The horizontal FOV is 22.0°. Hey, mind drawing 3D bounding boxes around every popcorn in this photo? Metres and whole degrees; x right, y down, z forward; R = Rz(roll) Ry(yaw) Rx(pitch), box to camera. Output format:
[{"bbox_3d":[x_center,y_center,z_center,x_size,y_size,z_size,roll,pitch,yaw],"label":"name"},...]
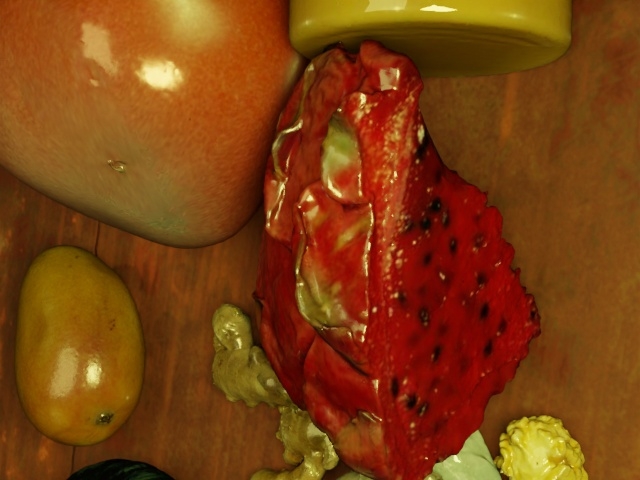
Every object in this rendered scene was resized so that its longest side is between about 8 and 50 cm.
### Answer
[{"bbox_3d":[0.185,0.189,1.388,0.082,0.057,0.083,33,103,29],"label":"popcorn"}]

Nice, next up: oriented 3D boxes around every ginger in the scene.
[{"bbox_3d":[-0.042,0.161,1.583,0.176,0.052,0.193,3,96,40],"label":"ginger"}]

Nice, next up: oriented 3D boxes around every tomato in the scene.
[{"bbox_3d":[-0.171,-0.147,1.519,0.341,0.341,0.273,-23,45,36],"label":"tomato"}]

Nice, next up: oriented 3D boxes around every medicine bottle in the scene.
[{"bbox_3d":[0.095,-0.270,1.386,0.238,0.238,0.232,-2,83,39],"label":"medicine bottle"}]

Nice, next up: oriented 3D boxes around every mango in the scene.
[{"bbox_3d":[-0.253,0.104,1.714,0.151,0.120,0.221,-20,66,38],"label":"mango"}]

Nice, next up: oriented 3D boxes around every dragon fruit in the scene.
[{"bbox_3d":[-0.007,0.007,1.357,0.286,0.329,0.228,22,58,38],"label":"dragon fruit"}]

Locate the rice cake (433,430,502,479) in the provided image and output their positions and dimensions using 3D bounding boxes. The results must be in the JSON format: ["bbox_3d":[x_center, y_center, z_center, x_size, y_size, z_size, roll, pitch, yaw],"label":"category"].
[{"bbox_3d":[0.071,0.232,1.473,0.206,0.063,0.069,-32,73,32],"label":"rice cake"}]

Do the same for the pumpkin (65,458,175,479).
[{"bbox_3d":[-0.200,0.317,1.639,0.202,0.140,0.202,-2,86,36],"label":"pumpkin"}]

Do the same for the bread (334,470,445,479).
[{"bbox_3d":[0.115,0.339,1.372,0.337,0.102,0.183,44,120,18],"label":"bread"}]
